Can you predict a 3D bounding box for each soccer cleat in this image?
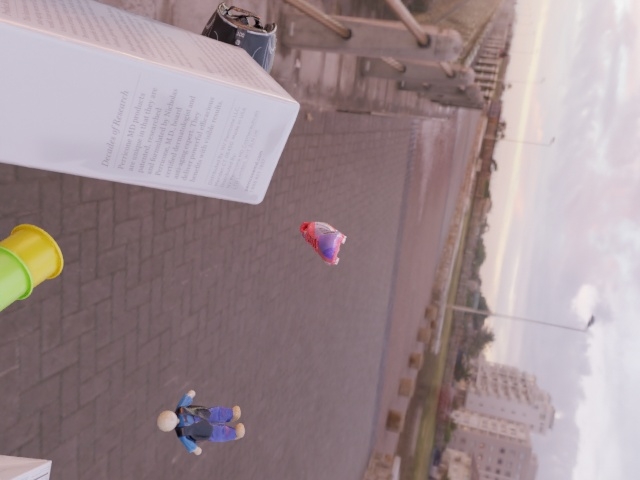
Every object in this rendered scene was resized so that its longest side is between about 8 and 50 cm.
[{"bbox_3d":[0.000,0.000,1.421,0.248,0.095,0.083,-109,-143,-79],"label":"soccer cleat"}]

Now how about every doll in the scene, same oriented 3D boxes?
[{"bbox_3d":[-0.239,0.353,1.178,0.189,0.046,0.129,17,45,-46],"label":"doll"}]

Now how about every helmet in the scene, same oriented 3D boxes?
[{"bbox_3d":[-0.171,-0.374,1.210,0.162,0.169,0.169,-63,177,35],"label":"helmet"}]

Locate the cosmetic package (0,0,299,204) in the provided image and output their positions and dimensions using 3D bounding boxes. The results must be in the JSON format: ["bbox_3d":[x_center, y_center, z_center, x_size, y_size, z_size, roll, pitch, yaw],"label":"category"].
[{"bbox_3d":[-0.283,-0.196,0.756,0.230,0.453,0.162,53,-54,47],"label":"cosmetic package"}]

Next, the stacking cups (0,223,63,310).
[{"bbox_3d":[-0.485,0.088,0.786,0.316,0.096,0.096,-52,150,-54],"label":"stacking cups"}]

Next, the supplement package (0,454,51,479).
[{"bbox_3d":[-0.626,0.466,1.026,0.262,0.203,0.145,83,12,-81],"label":"supplement package"}]
